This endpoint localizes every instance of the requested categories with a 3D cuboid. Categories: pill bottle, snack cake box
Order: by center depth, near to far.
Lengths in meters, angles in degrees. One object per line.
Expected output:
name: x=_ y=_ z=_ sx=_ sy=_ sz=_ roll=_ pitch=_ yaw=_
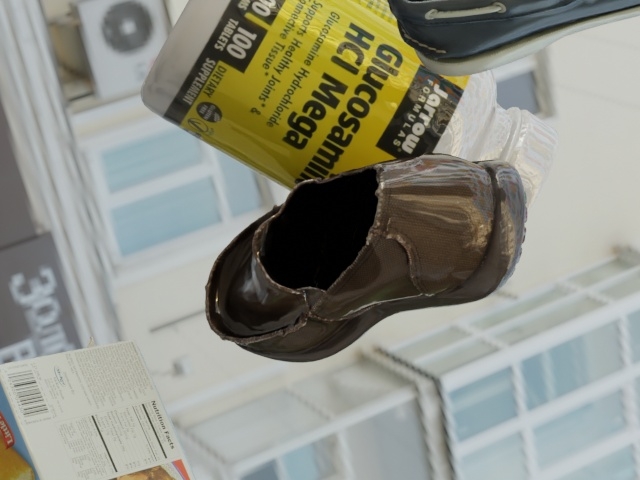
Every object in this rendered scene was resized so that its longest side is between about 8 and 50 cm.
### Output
snack cake box: x=-0.167 y=0.217 z=1.147 sx=0.089 sy=0.152 sz=0.264 roll=-33 pitch=-106 yaw=33
pill bottle: x=0.029 y=-0.118 z=1.313 sx=0.334 sy=0.188 sz=0.188 roll=29 pitch=-24 yaw=-8

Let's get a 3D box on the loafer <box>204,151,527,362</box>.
loafer: x=0.000 y=0.000 z=1.154 sx=0.366 sy=0.130 sz=0.133 roll=-26 pitch=-125 yaw=53

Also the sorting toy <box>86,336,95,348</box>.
sorting toy: x=-0.307 y=0.169 z=2.000 sx=0.012 sy=0.062 sz=0.083 roll=19 pitch=-24 yaw=8

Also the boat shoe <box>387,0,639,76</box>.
boat shoe: x=0.160 y=-0.183 z=0.901 sx=0.079 sy=0.254 sz=0.095 roll=47 pitch=26 yaw=-60
